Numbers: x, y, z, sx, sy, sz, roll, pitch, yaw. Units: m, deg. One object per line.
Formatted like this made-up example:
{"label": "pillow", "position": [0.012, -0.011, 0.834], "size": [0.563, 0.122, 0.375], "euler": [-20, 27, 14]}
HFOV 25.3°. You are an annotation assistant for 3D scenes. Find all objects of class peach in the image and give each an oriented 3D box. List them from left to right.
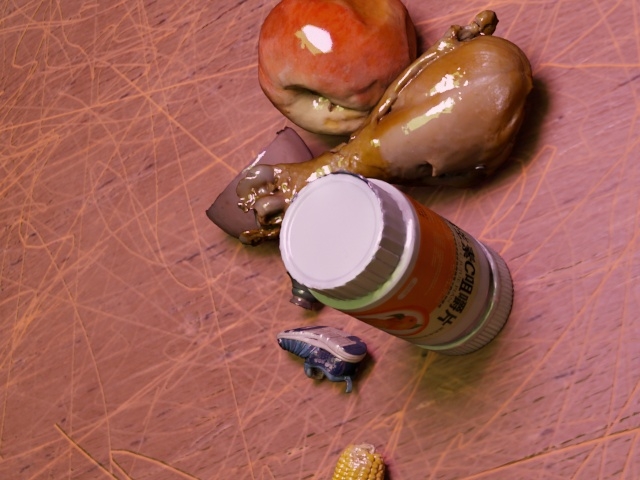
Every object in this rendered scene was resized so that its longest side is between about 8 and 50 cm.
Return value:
{"label": "peach", "position": [0.027, -0.258, 1.922], "size": [0.214, 0.214, 0.235], "euler": [-1, 41, 33]}

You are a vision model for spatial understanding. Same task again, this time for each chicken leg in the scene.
{"label": "chicken leg", "position": [0.077, -0.118, 1.818], "size": [0.429, 0.201, 0.152], "euler": [-26, 39, 7]}

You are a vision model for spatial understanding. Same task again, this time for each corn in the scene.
{"label": "corn", "position": [0.032, 0.353, 1.790], "size": [0.067, 0.067, 0.206], "euler": [13, 83, 36]}

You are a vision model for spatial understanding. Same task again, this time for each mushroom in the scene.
{"label": "mushroom", "position": [-0.073, -0.063, 1.965], "size": [0.117, 0.141, 0.188], "euler": [57, 136, 6]}

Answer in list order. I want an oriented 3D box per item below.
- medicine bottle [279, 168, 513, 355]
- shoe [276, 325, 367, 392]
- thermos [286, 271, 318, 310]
{"label": "medicine bottle", "position": [0.093, 0.031, 1.699], "size": [0.158, 0.318, 0.158], "euler": [-12, 67, 31]}
{"label": "shoe", "position": [-0.001, 0.151, 1.887], "size": [0.143, 0.064, 0.071], "euler": [16, 102, 41]}
{"label": "thermos", "position": [0.000, 0.000, 1.923], "size": [0.083, 0.073, 0.187], "euler": [17, 85, 33]}
